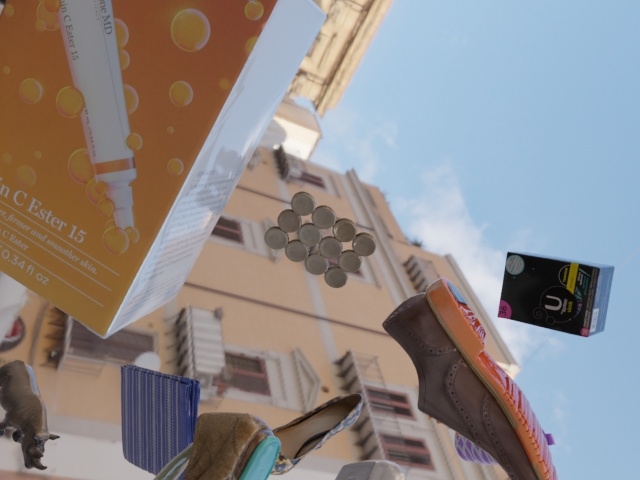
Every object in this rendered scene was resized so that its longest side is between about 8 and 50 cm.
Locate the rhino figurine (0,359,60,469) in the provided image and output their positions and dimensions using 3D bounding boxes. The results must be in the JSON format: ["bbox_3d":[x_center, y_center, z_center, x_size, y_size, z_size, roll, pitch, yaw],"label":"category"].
[{"bbox_3d":[-0.554,0.326,1.305,0.106,0.073,0.243,-47,-124,11],"label":"rhino figurine"}]

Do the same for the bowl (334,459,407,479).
[{"bbox_3d":[0.061,0.417,1.146,0.142,0.053,0.142,-28,-161,49],"label":"bowl"}]

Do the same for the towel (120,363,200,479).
[{"bbox_3d":[-0.371,0.417,1.608,0.336,0.040,0.243,-2,-92,50],"label":"towel"}]

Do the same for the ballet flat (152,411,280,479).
[{"bbox_3d":[-0.166,0.348,0.782,0.124,0.116,0.342,18,-104,25],"label":"ballet flat"}]

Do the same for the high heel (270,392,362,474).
[{"bbox_3d":[-0.029,0.385,1.433,0.186,0.261,0.093,-50,-117,27],"label":"high heel"}]

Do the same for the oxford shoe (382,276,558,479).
[{"bbox_3d":[0.222,0.239,1.014,0.133,0.130,0.364,-32,-101,15],"label":"oxford shoe"}]

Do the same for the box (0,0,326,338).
[{"bbox_3d":[-0.180,-0.121,0.662,0.345,0.215,0.168,-60,175,12],"label":"box"}]

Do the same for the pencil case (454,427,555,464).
[{"bbox_3d":[0.345,0.385,1.337,0.206,0.088,0.086,-23,-97,60],"label":"pencil case"}]

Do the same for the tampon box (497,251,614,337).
[{"bbox_3d":[0.407,0.089,1.216,0.161,0.101,0.120,10,-85,35],"label":"tampon box"}]

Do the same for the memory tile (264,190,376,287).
[{"bbox_3d":[0.000,0.000,1.049,0.113,0.148,0.012,-52,-171,29],"label":"memory tile"}]
